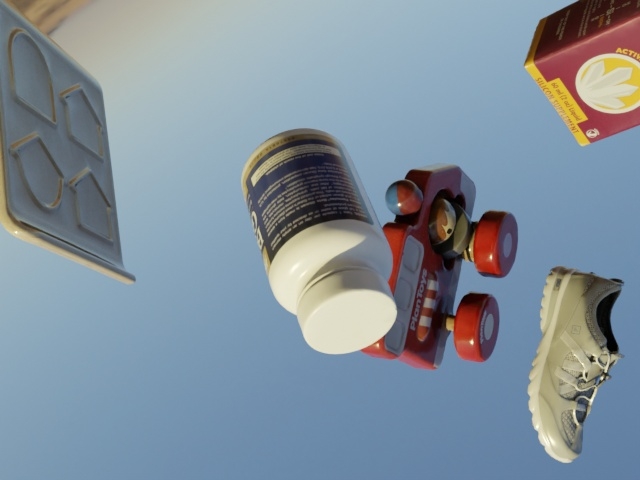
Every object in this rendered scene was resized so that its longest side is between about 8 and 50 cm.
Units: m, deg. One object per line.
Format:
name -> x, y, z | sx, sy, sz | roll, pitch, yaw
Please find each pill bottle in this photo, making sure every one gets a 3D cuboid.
pill bottle -> 0.000, 0.000, 0.695 | 0.094, 0.094, 0.169 | -31, -134, 12

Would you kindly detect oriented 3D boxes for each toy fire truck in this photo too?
toy fire truck -> 0.149, 0.031, 1.276 | 0.169, 0.254, 0.302 | 8, -103, 29

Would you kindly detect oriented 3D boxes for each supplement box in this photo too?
supplement box -> 0.287, -0.170, 0.784 | 0.188, 0.104, 0.081 | -21, -148, 42

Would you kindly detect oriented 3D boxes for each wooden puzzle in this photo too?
wooden puzzle -> -0.361, -0.122, 1.189 | 0.080, 0.348, 0.322 | -17, 165, 7

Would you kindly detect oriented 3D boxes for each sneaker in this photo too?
sneaker -> 0.369, 0.176, 1.295 | 0.115, 0.281, 0.105 | 2, 174, 37
